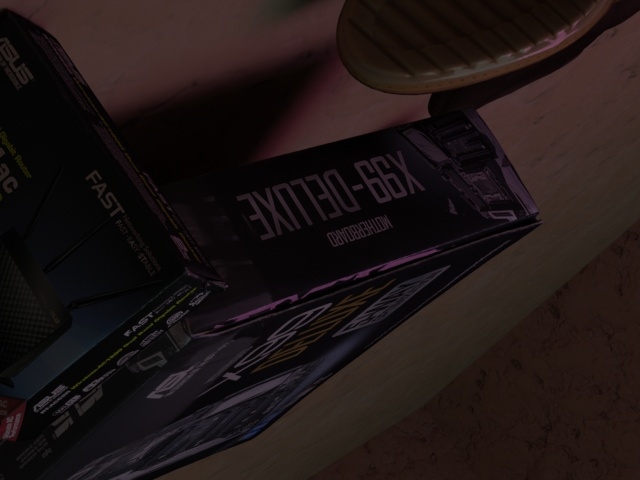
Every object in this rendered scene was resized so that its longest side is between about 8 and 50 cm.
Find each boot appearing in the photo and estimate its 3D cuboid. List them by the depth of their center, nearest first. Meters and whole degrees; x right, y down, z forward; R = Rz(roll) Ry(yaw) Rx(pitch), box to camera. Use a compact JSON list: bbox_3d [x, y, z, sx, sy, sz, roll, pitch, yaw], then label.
[{"bbox_3d":[0.093,-0.106,0.797,0.248,0.090,0.207,-32,168,-24],"label":"boot"}]

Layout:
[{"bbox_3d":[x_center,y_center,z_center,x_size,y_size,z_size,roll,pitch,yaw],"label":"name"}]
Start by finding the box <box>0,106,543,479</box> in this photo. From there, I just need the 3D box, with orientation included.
[{"bbox_3d":[-0.065,0.055,0.806,0.242,0.076,0.307,-18,163,-43],"label":"box"}]

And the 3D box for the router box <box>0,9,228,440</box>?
[{"bbox_3d":[-0.105,-0.005,0.527,0.092,0.122,0.038,-39,163,8],"label":"router box"}]
